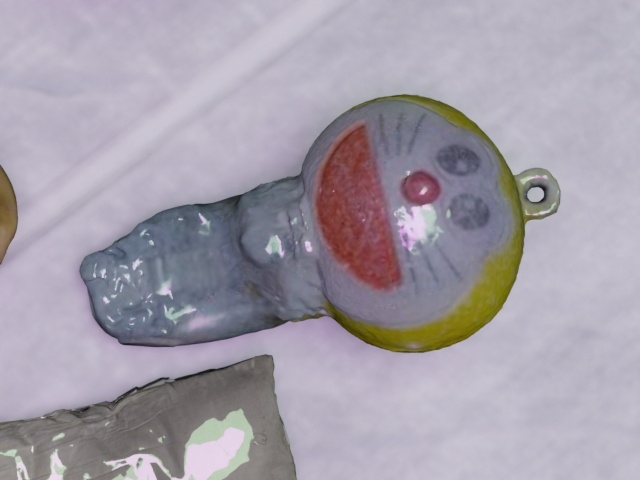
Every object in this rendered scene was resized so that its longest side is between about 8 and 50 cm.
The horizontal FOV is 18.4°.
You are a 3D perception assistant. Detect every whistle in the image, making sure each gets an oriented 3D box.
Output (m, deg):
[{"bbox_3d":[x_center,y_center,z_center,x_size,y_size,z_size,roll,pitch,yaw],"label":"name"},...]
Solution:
[{"bbox_3d":[0.000,0.000,0.897,0.223,0.123,0.123,-12,88,1],"label":"whistle"}]

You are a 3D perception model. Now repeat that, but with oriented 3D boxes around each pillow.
[{"bbox_3d":[-0.118,0.142,0.888,0.229,0.050,0.148,-11,82,-10],"label":"pillow"}]

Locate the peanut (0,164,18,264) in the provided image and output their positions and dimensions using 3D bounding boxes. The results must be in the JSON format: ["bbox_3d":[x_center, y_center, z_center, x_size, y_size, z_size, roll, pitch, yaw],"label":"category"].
[{"bbox_3d":[-0.259,0.054,0.820,0.305,0.147,0.147,-31,92,-13],"label":"peanut"}]
